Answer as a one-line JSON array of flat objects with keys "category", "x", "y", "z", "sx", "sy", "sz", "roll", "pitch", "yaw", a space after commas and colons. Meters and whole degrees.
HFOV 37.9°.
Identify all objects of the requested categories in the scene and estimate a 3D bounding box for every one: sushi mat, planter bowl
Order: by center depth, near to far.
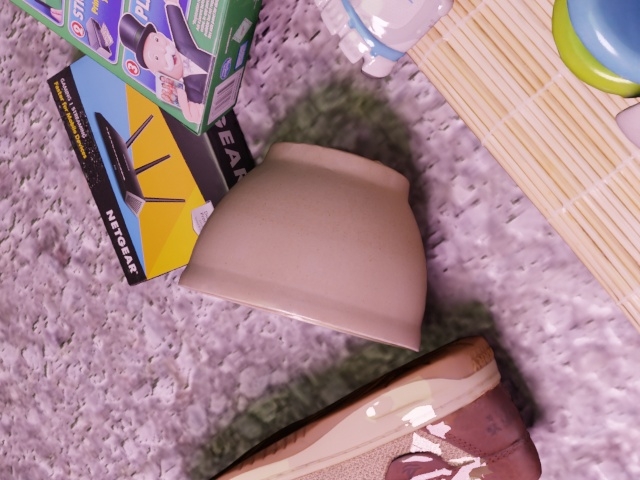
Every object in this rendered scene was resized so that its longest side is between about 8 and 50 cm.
[{"category": "sushi mat", "x": 0.150, "y": -0.102, "z": 0.556, "sx": 0.316, "sy": 0.019, "sz": 0.151, "roll": 52, "pitch": 123, "yaw": 9}, {"category": "planter bowl", "x": 0.000, "y": 0.000, "z": 0.610, "sx": 0.162, "sy": 0.162, "sz": 0.109, "roll": 13, "pitch": 84, "yaw": 29}]

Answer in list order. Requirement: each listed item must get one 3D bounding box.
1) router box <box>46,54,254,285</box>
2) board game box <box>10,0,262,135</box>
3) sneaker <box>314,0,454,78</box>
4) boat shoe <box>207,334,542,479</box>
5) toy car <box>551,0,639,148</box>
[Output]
[{"category": "router box", "x": -0.125, "y": -0.069, "z": 0.720, "sx": 0.133, "sy": 0.046, "sz": 0.179, "roll": -21, "pitch": 92, "yaw": 34}, {"category": "board game box", "x": -0.116, "y": -0.233, "z": 0.538, "sx": 0.213, "sy": 0.046, "sz": 0.317, "roll": 37, "pitch": 143, "yaw": 10}, {"category": "sneaker", "x": 0.015, "y": -0.199, "z": 0.566, "sx": 0.083, "sy": 0.071, "sz": 0.191, "roll": -33, "pitch": 93, "yaw": 26}, {"category": "boat shoe", "x": 0.005, "y": 0.192, "z": 0.675, "sx": 0.342, "sy": 0.123, "sz": 0.123, "roll": -34, "pitch": 84, "yaw": 28}, {"category": "toy car", "x": 0.193, "y": -0.129, "z": 0.435, "sx": 0.182, "sy": 0.136, "sz": 0.159, "roll": -19, "pitch": 89, "yaw": 24}]
